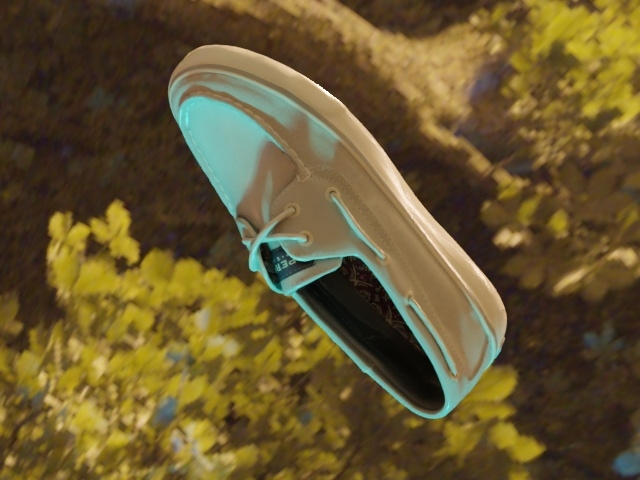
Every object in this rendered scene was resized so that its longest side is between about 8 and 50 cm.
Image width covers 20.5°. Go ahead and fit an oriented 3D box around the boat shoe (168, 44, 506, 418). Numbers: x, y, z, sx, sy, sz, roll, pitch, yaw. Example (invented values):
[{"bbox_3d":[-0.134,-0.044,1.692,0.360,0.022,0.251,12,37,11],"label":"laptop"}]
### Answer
[{"bbox_3d":[0.000,0.000,0.735,0.184,0.066,0.063,50,-138,-15],"label":"boat shoe"}]
